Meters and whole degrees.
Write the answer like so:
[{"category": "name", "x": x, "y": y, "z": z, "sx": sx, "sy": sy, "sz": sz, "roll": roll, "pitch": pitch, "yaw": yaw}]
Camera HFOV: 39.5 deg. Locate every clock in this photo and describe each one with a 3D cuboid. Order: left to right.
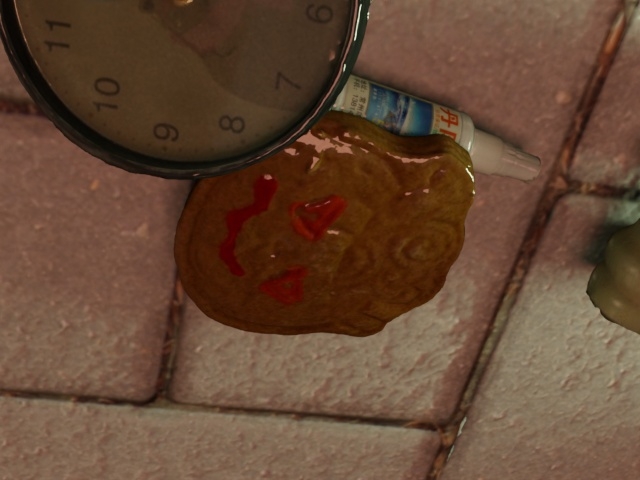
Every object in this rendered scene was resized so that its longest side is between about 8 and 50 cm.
[{"category": "clock", "x": -0.103, "y": -0.179, "z": 0.643, "sx": 0.280, "sy": 0.055, "sz": 0.281, "roll": 2, "pitch": 109, "yaw": 5}]

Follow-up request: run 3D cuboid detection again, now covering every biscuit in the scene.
[{"category": "biscuit", "x": 0.000, "y": 0.001, "z": 0.802, "sx": 0.257, "sy": 0.049, "sz": 0.273, "roll": 10, "pitch": 137, "yaw": -12}]

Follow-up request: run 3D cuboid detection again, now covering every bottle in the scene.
[{"category": "bottle", "x": 0.095, "y": -0.094, "z": 0.780, "sx": 0.217, "sy": 0.060, "sz": 0.060, "roll": 15, "pitch": 121, "yaw": -18}]

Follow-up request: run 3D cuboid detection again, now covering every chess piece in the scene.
[{"category": "chess piece", "x": 0.352, "y": -0.034, "z": 0.819, "sx": 0.133, "sy": 0.133, "sz": 0.243, "roll": 9, "pitch": 117, "yaw": -13}]
